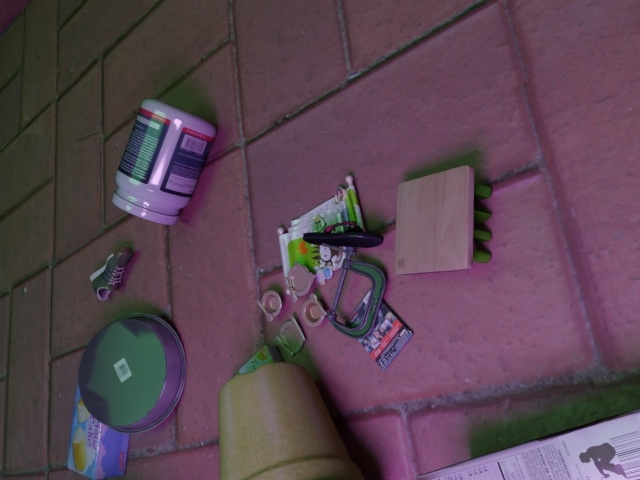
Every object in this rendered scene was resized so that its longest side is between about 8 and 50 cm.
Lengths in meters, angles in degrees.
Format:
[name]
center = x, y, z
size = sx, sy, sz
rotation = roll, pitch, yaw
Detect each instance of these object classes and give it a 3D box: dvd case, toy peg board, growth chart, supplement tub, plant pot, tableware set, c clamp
[dvd case]
center = 0.103, 0.157, 1.001
size = 0.119, 0.013, 0.087
rotation = 47, 111, 36
[toy peg board]
center = 0.207, -0.023, 0.923
size = 0.160, 0.079, 0.161
rotation = -11, 72, 55
[growth chart]
center = 0.000, 0.000, 1.122
size = 0.237, 0.021, 0.172
rotation = -33, 62, 32
[supplement tub]
center = -0.390, -0.196, 1.388
size = 0.191, 0.191, 0.272
rotation = 29, 99, 41
[plant pot]
center = -0.071, 0.363, 0.964
size = 0.276, 0.276, 0.254
rotation = -45, 44, 24
[tableware set]
center = -0.054, 0.137, 1.122
size = 0.169, 0.020, 0.141
rotation = -48, 62, 26
[c clamp]
center = 0.052, 0.094, 1.024
size = 0.137, 0.022, 0.161
rotation = 11, 88, 24

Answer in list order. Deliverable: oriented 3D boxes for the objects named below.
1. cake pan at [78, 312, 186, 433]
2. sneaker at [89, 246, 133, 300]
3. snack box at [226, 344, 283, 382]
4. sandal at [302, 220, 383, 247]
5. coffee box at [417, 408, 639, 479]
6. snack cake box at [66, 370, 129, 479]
[cake pan]
center = -0.469, 0.320, 1.363
size = 0.293, 0.054, 0.294
rotation = -4, 76, 17
[sneaker]
center = -0.581, 0.101, 1.579
size = 0.192, 0.064, 0.086
rotation = -36, 67, 30
[snack box]
center = -0.127, 0.297, 1.152
size = 0.141, 0.037, 0.100
rotation = -44, 56, 25
[sandal]
center = 0.038, -0.014, 1.036
size = 0.179, 0.067, 0.040
rotation = 2, 72, 44
[coffee box]
center = 0.296, 0.307, 0.697
size = 0.297, 0.168, 0.119
rotation = -33, 60, 32
[snack cake box]
center = -0.575, 0.470, 1.468
size = 0.152, 0.089, 0.265
rotation = -4, 78, 41
